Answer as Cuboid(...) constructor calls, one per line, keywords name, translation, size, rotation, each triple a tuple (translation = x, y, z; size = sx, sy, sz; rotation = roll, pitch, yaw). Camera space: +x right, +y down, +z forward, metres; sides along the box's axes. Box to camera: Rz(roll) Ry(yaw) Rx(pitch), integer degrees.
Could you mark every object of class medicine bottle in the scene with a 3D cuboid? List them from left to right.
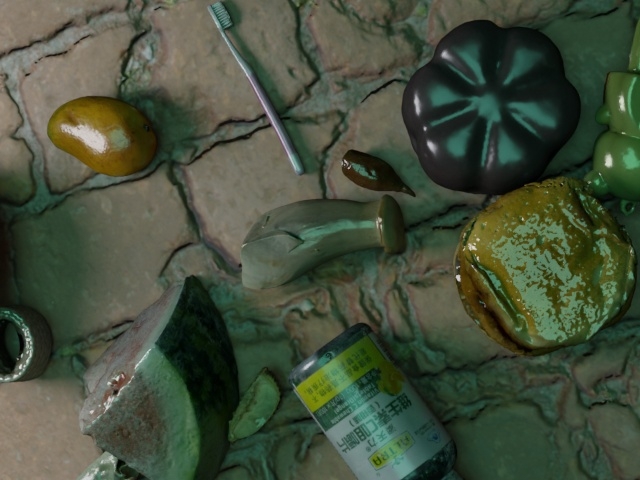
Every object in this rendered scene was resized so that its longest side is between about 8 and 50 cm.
Cuboid(name="medicine bottle", translation=(0.091, 0.266, 1.760), size=(0.141, 0.141, 0.293), rotation=(-37, 84, 10))

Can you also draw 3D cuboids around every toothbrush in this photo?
Cuboid(name="toothbrush", translation=(-0.090, -0.223, 1.852), size=(0.025, 0.020, 0.286), rotation=(-28, 85, 5))

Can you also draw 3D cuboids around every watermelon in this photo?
Cuboid(name="watermelon", translation=(-0.233, 0.217, 1.844), size=(0.232, 0.193, 0.310), rotation=(-1, 104, -7))

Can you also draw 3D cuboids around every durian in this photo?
Cuboid(name="durian", translation=(-0.092, 0.241, 1.838), size=(0.052, 0.066, 0.130), rotation=(28, 106, 11))

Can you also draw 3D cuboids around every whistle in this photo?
Cuboid(name="whistle", translation=(0.430, -0.173, 1.694), size=(0.131, 0.106, 0.288), rotation=(7, 95, -6))

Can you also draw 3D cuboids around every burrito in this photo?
Cuboid(name="burrito", translation=(-0.371, 0.426, 1.900), size=(0.096, 0.066, 0.309), rotation=(45, 96, 11))

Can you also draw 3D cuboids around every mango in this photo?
Cuboid(name="mango", translation=(-0.318, -0.159, 1.870), size=(0.165, 0.089, 0.115), rotation=(32, 107, 13))

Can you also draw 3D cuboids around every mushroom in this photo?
Cuboid(name="mushroom", translation=(-0.005, -0.008, 1.802), size=(0.247, 0.096, 0.108), rotation=(-15, 63, 9))

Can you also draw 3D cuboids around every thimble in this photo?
Cuboid(name="thimble", translation=(-0.461, 0.154, 1.903), size=(0.102, 0.090, 0.115), rotation=(5, 90, 9))

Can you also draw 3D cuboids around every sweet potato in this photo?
Cuboid(name="sweet potato", translation=(0.084, -0.089, 1.805), size=(0.117, 0.049, 0.049), rotation=(27, 96, 4))

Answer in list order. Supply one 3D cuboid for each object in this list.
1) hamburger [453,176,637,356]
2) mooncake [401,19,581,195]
Cuboid(name="hamburger", translation=(0.297, 0.038, 1.705), size=(0.244, 0.163, 0.244), rotation=(-1, 84, 10))
Cuboid(name="mooncake", translation=(0.230, -0.178, 1.733), size=(0.245, 0.133, 0.245), rotation=(0, 87, 6))
